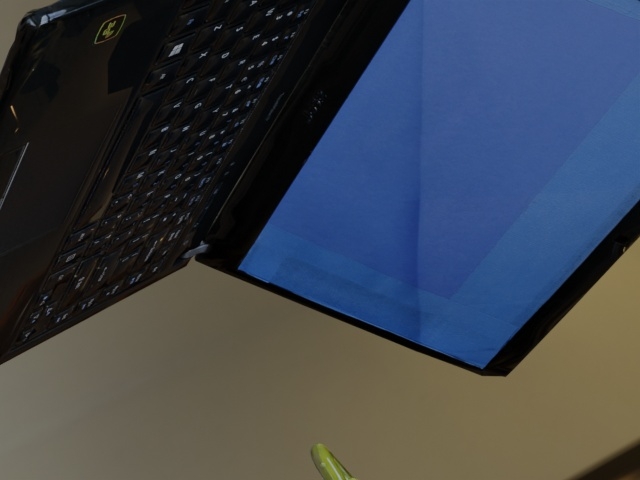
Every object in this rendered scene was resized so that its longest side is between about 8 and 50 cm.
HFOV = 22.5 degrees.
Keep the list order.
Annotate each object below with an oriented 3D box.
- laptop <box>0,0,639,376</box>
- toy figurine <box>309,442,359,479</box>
[{"bbox_3d":[0.000,0.000,0.591,0.136,0.264,0.234,49,-42,14],"label":"laptop"},{"bbox_3d":[0.058,0.248,0.546,0.191,0.217,0.362,40,-7,-29],"label":"toy figurine"}]
